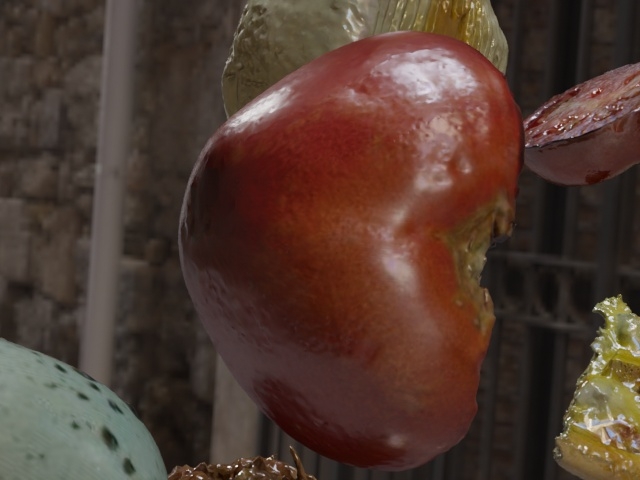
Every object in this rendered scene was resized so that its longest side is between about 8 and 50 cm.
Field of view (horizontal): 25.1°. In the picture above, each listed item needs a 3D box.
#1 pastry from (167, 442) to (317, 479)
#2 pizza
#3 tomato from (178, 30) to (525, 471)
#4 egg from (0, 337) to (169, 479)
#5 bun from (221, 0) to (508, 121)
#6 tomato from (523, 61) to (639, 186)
[{"bbox_3d":[-0.032,0.262,0.886,0.275,0.275,0.193,5,6,26],"label":"pastry"},{"bbox_3d":[0.386,0.185,1.778,0.280,0.288,0.075,7,-34,-23],"label":"pizza"},{"bbox_3d":[0.000,0.000,0.754,0.139,0.233,0.200,9,-5,-25],"label":"tomato"},{"bbox_3d":[-0.127,0.098,0.561,0.131,0.164,0.131,-11,41,10],"label":"egg"},{"bbox_3d":[0.026,-0.112,1.023,0.153,0.244,0.244,8,4,40],"label":"bun"},{"bbox_3d":[0.324,-0.125,1.601,0.225,0.085,0.225,-25,12,6],"label":"tomato"}]
